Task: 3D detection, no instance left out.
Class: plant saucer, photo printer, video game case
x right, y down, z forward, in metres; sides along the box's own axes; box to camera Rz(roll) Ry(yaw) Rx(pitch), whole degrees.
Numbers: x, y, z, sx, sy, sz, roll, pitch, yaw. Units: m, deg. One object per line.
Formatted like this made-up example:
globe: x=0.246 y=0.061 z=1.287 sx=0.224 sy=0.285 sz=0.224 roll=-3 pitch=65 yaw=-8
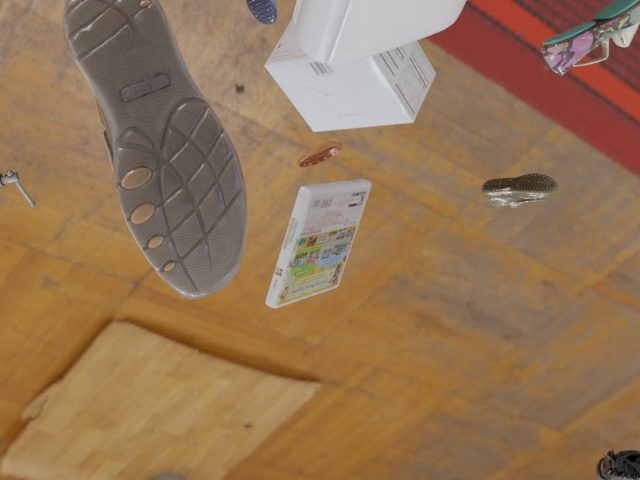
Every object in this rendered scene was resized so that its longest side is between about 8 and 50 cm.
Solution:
plant saucer: x=-0.002 y=-0.149 z=1.577 sx=0.083 sy=0.013 sz=0.083 roll=-24 pitch=171 yaw=-4
photo printer: x=0.111 y=-0.377 z=1.139 sx=0.256 sy=0.107 sz=0.307 roll=-24 pitch=155 yaw=-30
video game case: x=0.000 y=0.000 z=1.554 sx=0.227 sy=0.026 sz=0.206 roll=-14 pitch=125 yaw=-61

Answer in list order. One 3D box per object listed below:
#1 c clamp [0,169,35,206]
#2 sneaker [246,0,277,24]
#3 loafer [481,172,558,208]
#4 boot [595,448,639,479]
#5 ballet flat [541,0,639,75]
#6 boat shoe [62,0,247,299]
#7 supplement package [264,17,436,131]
c clamp: x=-0.436 y=-0.072 z=1.082 sx=0.160 sy=0.022 sz=0.137 roll=-8 pitch=140 yaw=0
sneaker: x=-0.109 y=-0.458 z=1.646 sx=0.053 sy=0.059 sz=0.144 roll=-12 pitch=109 yaw=37
loafer: x=0.381 y=-0.092 z=1.751 sx=0.148 sy=0.056 sz=0.050 roll=3 pitch=136 yaw=33
boot: x=0.397 y=0.274 z=1.110 sx=0.121 sy=0.045 sz=0.099 roll=2 pitch=161 yaw=1
ballet flat: x=0.476 y=-0.348 z=1.549 sx=0.221 sy=0.077 sz=0.079 roll=-31 pitch=109 yaw=-5
boat shoe: x=-0.155 y=-0.099 z=0.909 sx=0.123 sy=0.324 sz=0.116 roll=-17 pitch=175 yaw=-9
supplement package: x=0.061 y=-0.349 z=1.868 sx=0.262 sy=0.145 sz=0.204 roll=0 pitch=142 yaw=39
